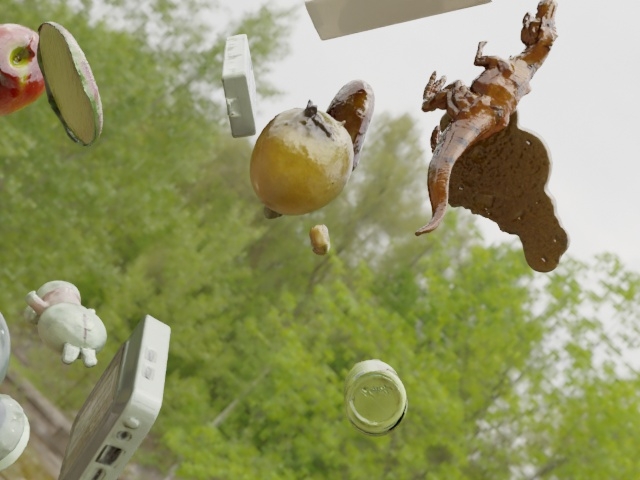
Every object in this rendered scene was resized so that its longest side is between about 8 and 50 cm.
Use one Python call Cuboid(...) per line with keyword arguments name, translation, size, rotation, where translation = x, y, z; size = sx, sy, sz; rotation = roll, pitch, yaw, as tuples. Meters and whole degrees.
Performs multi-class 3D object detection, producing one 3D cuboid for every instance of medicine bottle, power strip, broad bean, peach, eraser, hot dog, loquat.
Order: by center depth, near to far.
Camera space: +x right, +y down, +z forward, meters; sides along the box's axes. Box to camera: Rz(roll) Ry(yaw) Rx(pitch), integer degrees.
Cuboid(name="hot dog", translation=(-0.001, 0.000, 1.595), size=(0.137, 0.028, 0.044), rotation=(30, 47, -89))
Cuboid(name="loquat", translation=(-0.035, -0.112, 1.707), size=(0.149, 0.204, 0.172), rotation=(26, 34, -16))
Cuboid(name="eraser", translation=(0.127, -0.391, 1.760), size=(0.298, 0.078, 0.076), rotation=(-7, -54, 29))
Cuboid(name="power strip", translation=(-0.137, -0.271, 1.911), size=(0.367, 0.043, 0.106), rotation=(-100, -179, -69))
Cuboid(name="broad bean", translation=(0.044, -0.198, 1.914), size=(0.084, 0.165, 0.114), rotation=(26, -3, -31))
Cuboid(name="medicine bottle", translation=(0.103, 0.295, 2.141), size=(0.124, 0.124, 0.239), rotation=(46, 2, 0))
Cuboid(name="peach", translation=(-0.673, -0.358, 2.369), size=(0.190, 0.196, 0.226), rotation=(6, -13, -36))

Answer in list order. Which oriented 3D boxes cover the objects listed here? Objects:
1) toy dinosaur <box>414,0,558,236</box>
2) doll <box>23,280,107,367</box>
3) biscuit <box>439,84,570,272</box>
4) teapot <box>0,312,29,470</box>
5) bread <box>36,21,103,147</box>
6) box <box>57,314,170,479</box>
Cuboid(name="toy dinosaur", translation=(0.209, -0.168, 1.628), size=(0.097, 0.432, 0.208), rotation=(37, -17, -24))
Cuboid(name="doll", translation=(-0.506, 0.158, 2.229), size=(0.155, 0.113, 0.275), rotation=(20, 8, -33))
Cuboid(name="biscuit", translation=(0.287, -0.093, 1.775), size=(0.319, 0.183, 0.047), rotation=(52, 17, 5))
Cuboid(name="teapot", translation=(-0.433, 0.176, 1.330), size=(0.183, 0.183, 0.251), rotation=(38, -24, 31))
Cuboid(name="bread", translation=(-0.433, -0.270, 1.946), size=(0.228, 0.033, 0.228), rotation=(40, -38, 42))
Cuboid(name="box", translation=(-0.437, 0.374, 2.329), size=(0.090, 0.367, 0.373), rotation=(28, 20, -14))
